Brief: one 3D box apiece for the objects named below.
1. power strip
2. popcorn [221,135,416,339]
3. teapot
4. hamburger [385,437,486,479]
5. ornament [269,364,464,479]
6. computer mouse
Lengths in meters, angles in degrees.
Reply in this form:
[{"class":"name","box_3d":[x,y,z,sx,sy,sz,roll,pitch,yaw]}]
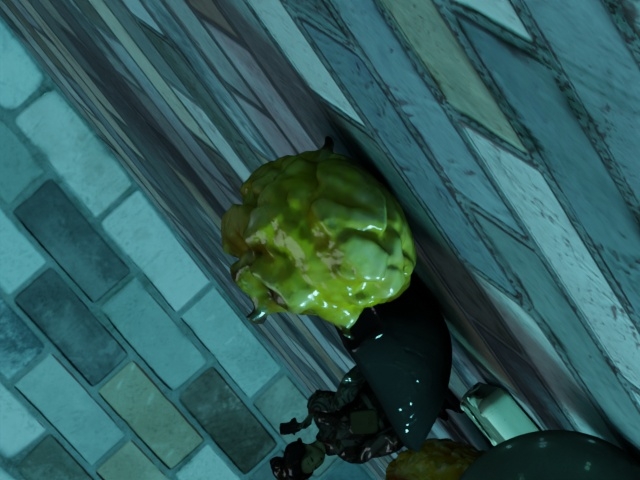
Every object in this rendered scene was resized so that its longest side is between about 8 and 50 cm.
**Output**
[{"class":"power strip","box_3d":[0.199,0.203,1.802,0.192,0.035,0.081,49,174,-7]},{"class":"popcorn","box_3d":[0.000,0.000,1.512,0.148,0.152,0.167,21,175,-9]},{"class":"teapot","box_3d":[0.181,0.231,1.562,0.183,0.183,0.251,48,-177,1]},{"class":"hamburger","box_3d":[0.158,0.373,2.105,0.330,0.250,0.330,51,174,8]},{"class":"ornament","box_3d":[0.027,0.190,2.130,0.166,0.196,0.153,48,174,-6]},{"class":"computer mouse","box_3d":[0.059,0.072,1.721,0.147,0.088,0.264,64,-175,38]}]
